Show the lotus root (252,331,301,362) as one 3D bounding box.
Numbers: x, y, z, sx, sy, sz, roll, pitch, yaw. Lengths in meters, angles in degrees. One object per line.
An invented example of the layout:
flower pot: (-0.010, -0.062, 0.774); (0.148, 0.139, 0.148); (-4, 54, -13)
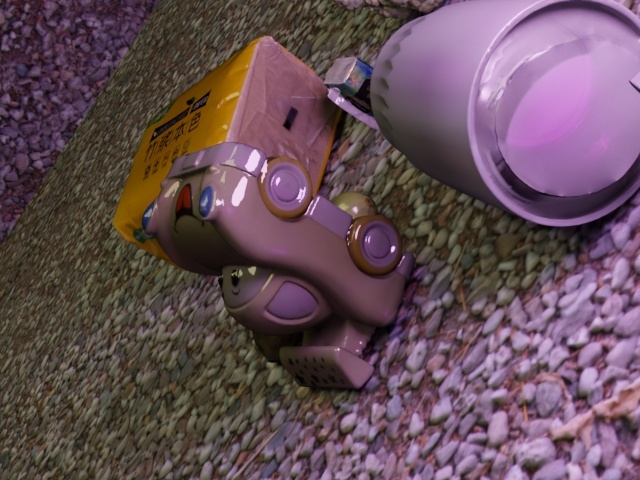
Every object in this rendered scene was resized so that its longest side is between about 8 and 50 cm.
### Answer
lotus root: (-0.064, 0.097, 1.793); (0.089, 0.080, 0.179); (3, 85, 52)

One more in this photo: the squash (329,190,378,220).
squash: (0.000, 0.000, 1.828); (0.250, 0.083, 0.083); (-35, 33, 45)

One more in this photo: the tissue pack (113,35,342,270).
tissue pack: (-0.171, -0.143, 2.116); (0.382, 0.228, 0.293); (-25, 42, 51)

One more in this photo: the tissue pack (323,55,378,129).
tissue pack: (0.069, -0.239, 1.931); (0.079, 0.111, 0.085); (-62, 25, -6)

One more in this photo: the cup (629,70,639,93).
cup: (0.424, -0.184, 1.170); (0.202, 0.167, 0.221); (-48, 29, 14)

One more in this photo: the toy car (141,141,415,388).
toy car: (-0.067, 0.036, 1.600); (0.242, 0.336, 0.226); (-8, 56, 58)

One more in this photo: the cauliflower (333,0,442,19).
cauliflower: (0.103, -0.501, 1.970); (0.260, 0.281, 0.327); (-56, 31, 15)

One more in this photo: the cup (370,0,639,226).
cup: (0.218, -0.172, 1.421); (0.253, 0.253, 0.371); (-58, 24, -1)
